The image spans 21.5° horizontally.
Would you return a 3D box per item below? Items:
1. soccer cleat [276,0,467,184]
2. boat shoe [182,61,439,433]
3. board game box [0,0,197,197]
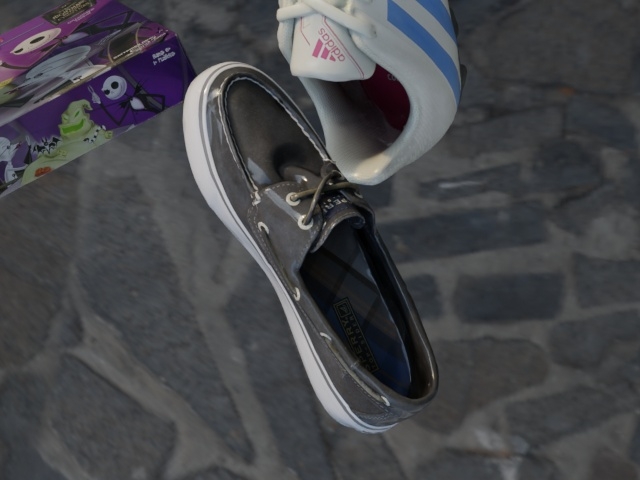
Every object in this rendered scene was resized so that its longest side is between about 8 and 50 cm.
[{"bbox_3d":[0.021,-0.189,1.107,0.143,0.116,0.331,-49,132,-44],"label":"soccer cleat"},{"bbox_3d":[0.000,0.000,0.934,0.080,0.076,0.229,-23,90,-31],"label":"boat shoe"},{"bbox_3d":[-0.262,-0.053,1.073,0.346,0.208,0.056,-29,110,-12],"label":"board game box"}]
